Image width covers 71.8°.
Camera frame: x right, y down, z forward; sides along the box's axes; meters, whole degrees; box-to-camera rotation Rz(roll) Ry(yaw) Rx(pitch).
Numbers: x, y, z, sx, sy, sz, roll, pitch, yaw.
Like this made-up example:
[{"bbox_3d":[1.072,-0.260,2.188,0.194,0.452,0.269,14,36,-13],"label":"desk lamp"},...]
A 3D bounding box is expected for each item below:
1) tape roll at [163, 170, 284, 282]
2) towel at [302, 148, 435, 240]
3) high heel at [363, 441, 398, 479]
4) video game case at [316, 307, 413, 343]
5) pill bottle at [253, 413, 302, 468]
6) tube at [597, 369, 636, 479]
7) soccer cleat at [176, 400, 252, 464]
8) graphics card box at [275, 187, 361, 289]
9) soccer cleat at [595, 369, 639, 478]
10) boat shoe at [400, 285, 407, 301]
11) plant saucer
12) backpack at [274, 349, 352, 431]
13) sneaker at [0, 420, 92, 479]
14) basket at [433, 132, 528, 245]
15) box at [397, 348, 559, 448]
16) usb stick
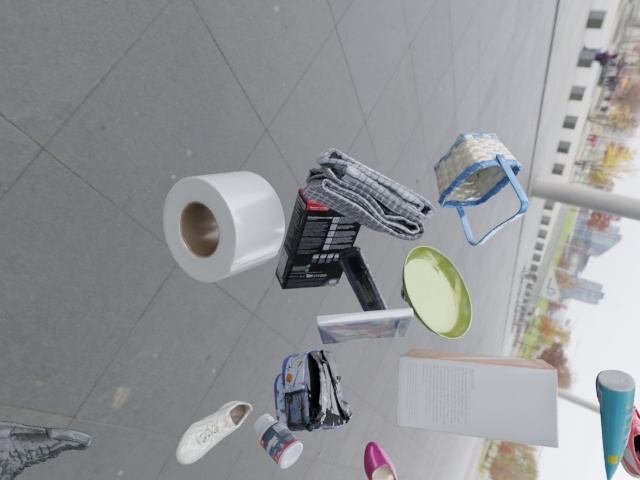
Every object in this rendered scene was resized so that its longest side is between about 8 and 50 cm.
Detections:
[{"bbox_3d":[-0.230,-0.038,1.056,0.169,0.246,0.246,-21,125,-54],"label":"tape roll"},{"bbox_3d":[0.100,-0.103,1.065,0.121,0.283,0.235,-62,-168,3],"label":"towel"},{"bbox_3d":[0.178,0.662,1.161,0.117,0.082,0.244,122,-45,-77],"label":"high heel"},{"bbox_3d":[0.097,0.195,0.990,0.183,0.201,0.023,80,5,-64],"label":"video game case"},{"bbox_3d":[-0.160,0.721,1.605,0.108,0.180,0.108,-28,133,-35],"label":"pill bottle"},{"bbox_3d":[0.507,0.320,0.761,0.080,0.052,0.207,-28,115,-29],"label":"tube"},{"bbox_3d":[-0.236,0.421,0.990,0.196,0.076,0.068,-29,94,-53],"label":"soccer cleat"},{"bbox_3d":[0.000,0.000,1.510,0.232,0.094,0.371,-2,127,-27],"label":"graphics card box"},{"bbox_3d":[0.955,0.557,1.367,0.116,0.108,0.318,78,9,-61],"label":"soccer cleat"},{"bbox_3d":[0.279,0.156,1.281,0.183,0.065,0.083,109,-10,-56],"label":"boat shoe"},{"bbox_3d":[0.282,0.130,1.094,0.037,0.241,0.241,-36,-178,44],"label":"plant saucer"},{"bbox_3d":[-0.033,0.519,1.542,0.276,0.213,0.264,31,53,-57],"label":"backpack"},{"bbox_3d":[-0.390,0.280,0.558,0.170,0.051,0.089,25,54,-30],"label":"sneaker"},{"bbox_3d":[0.472,-0.157,1.298,0.255,0.201,0.289,125,-41,-60],"label":"basket"},{"bbox_3d":[0.379,0.374,1.095,0.215,0.345,0.168,25,67,-69],"label":"box"},{"bbox_3d":[0.133,0.135,1.360,0.077,0.045,0.278,-25,121,3],"label":"usb stick"}]
